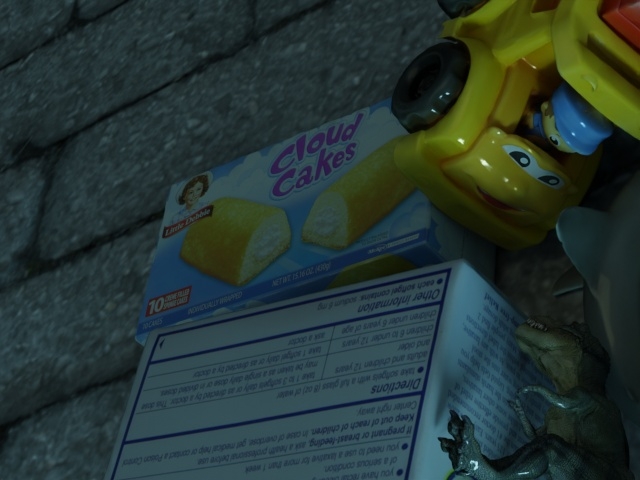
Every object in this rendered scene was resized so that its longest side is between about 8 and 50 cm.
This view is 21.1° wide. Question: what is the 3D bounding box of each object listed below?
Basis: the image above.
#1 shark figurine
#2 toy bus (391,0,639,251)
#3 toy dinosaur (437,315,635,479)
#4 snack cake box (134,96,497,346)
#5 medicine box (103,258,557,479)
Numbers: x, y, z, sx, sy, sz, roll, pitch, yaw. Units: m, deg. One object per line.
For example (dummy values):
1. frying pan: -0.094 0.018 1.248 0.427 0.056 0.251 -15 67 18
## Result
1. shark figurine: 0.185 0.034 1.032 0.166 0.116 0.278 -25 41 30
2. toy bus: 0.176 -0.117 1.115 0.211 0.149 0.220 -8 53 55
3. toy dinosaur: 0.127 0.147 0.933 0.064 0.118 0.268 120 145 -53
4. snack cake box: 0.000 0.000 1.264 0.264 0.089 0.152 -20 46 33
5. medicine box: -0.003 0.186 1.051 0.263 0.149 0.289 -14 49 38
